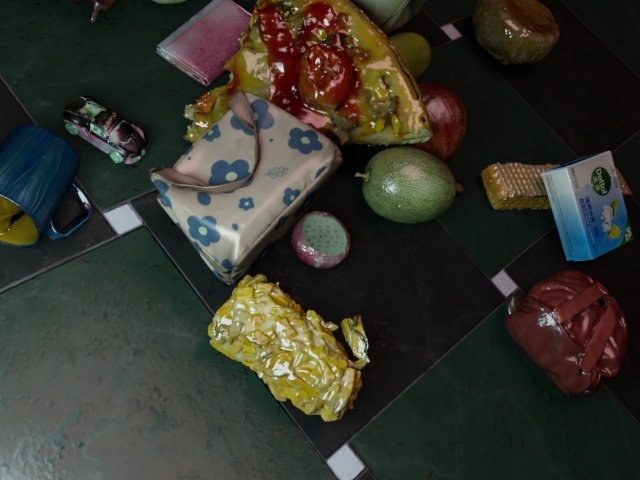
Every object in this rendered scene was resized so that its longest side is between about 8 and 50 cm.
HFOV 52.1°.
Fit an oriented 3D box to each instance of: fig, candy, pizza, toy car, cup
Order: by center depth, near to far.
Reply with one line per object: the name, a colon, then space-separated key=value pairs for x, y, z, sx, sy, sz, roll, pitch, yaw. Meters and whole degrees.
cup: x=-0.412 y=-0.068 z=0.930 sx=0.114 sy=0.150 sz=0.138 roll=2 pitch=50 yaw=16
toy car: x=-0.343 y=-0.181 z=1.054 sx=0.142 sy=0.055 sz=0.069 roll=32 pitch=55 yaw=-2
candy: x=0.000 y=0.000 z=1.108 sx=0.103 sy=0.043 sz=0.103 roll=13 pitch=53 yaw=-18
pizza: x=-0.050 y=-0.270 z=1.144 sx=0.406 sy=0.130 sz=0.440 roll=-36 pitch=75 yaw=-17
fig: x=0.213 y=-0.196 z=1.269 sx=0.175 sy=0.175 sz=0.207 roll=-7 pitch=78 yaw=-29

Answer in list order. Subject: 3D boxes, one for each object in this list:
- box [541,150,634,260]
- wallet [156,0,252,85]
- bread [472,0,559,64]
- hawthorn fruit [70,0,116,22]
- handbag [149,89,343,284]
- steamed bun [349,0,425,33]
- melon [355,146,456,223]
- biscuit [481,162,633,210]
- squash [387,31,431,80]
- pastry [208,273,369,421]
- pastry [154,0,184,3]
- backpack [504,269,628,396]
box: x=0.549 y=-0.070 z=1.344 sx=0.139 sy=0.073 sz=0.194 roll=-20 pitch=95 yaw=-27
wallet: x=-0.204 y=-0.394 z=1.275 sx=0.119 sy=0.025 sz=0.232 roll=34 pitch=51 yaw=-1
bread: x=0.477 y=-0.524 z=1.622 sx=0.230 sy=0.123 sz=0.230 roll=14 pitch=49 yaw=-17
hawthorn fruit: x=-0.423 y=-0.509 z=1.157 sx=0.208 sy=0.208 sz=0.248 roll=-22 pitch=97 yaw=-34
handbag: x=-0.118 y=-0.085 z=0.992 sx=0.193 sy=0.190 sz=0.251 roll=42 pitch=73 yaw=1
steamed bun: x=0.146 y=-0.597 z=1.355 sx=0.248 sy=0.352 sz=0.339 roll=-1 pitch=56 yaw=7
melon: x=0.153 y=-0.100 z=1.185 sx=0.192 sy=0.139 sz=0.139 roll=11 pitch=56 yaw=-18
biscuit: x=0.512 y=-0.119 z=1.420 sx=0.379 sy=0.054 sz=0.094 roll=-3 pitch=62 yaw=-27
squash: x=0.166 y=-0.384 z=1.390 sx=0.123 sy=0.123 sz=0.187 roll=45 pitch=48 yaw=6
pastry: x=-0.034 y=0.154 z=0.955 sx=0.250 sy=0.102 sz=0.154 roll=35 pitch=54 yaw=1
pastry: x=-0.303 y=-0.532 z=1.276 sx=0.157 sy=0.092 sz=0.156 roll=12 pitch=58 yaw=-20
backpack: x=0.451 y=0.151 z=1.163 sx=0.229 sy=0.139 sz=0.229 roll=12 pitch=57 yaw=-18
